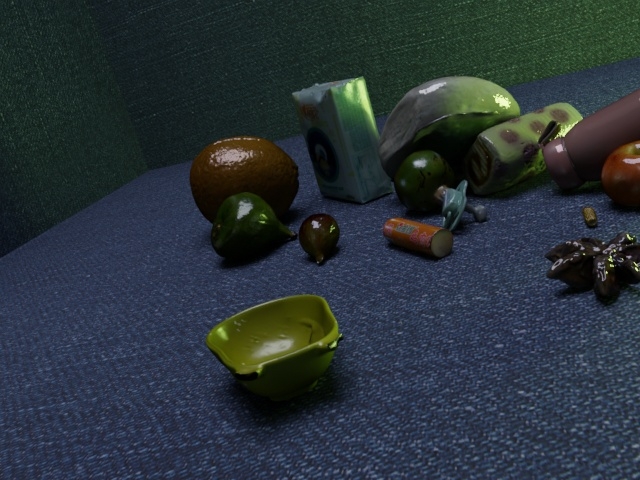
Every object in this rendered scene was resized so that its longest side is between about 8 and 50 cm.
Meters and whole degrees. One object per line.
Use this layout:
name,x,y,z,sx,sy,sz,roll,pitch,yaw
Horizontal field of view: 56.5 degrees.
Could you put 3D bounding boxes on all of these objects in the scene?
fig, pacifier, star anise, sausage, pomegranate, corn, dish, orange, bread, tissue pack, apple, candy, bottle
fig,-0.189,-0.026,1.740,0.235,0.203,0.203,21,-1,-31
pacifier,0.365,-0.075,1.515,0.116,0.127,0.150,20,38,-6
star anise,0.504,0.036,1.080,0.196,0.073,0.212,8,27,45
sausage,0.222,-0.013,1.450,0.071,0.071,0.234,-23,20,-23
pomegranate,0.309,-0.155,1.673,0.180,0.180,0.209,-24,41,-26
corn,0.604,-0.055,1.335,0.027,0.028,0.083,-30,11,25
dish,-0.068,0.194,1.014,0.221,0.108,0.262,-20,17,-14
fig,0.000,0.000,1.559,0.109,0.103,0.155,-19,47,8
orange,-0.248,-0.191,1.972,0.356,0.322,0.322,-12,17,-10
bread,0.581,-0.259,1.711,0.338,0.155,0.187,-21,-23,-23
tissue pack,0.070,-0.334,2.003,0.162,0.388,0.287,-25,20,-24
apple,0.724,-0.148,1.353,0.163,0.139,0.163,-11,34,8
candy,0.390,-0.334,1.784,0.426,0.386,0.186,-4,57,-14
bottle,0.714,-0.257,1.504,0.296,0.207,0.173,-29,-21,36
